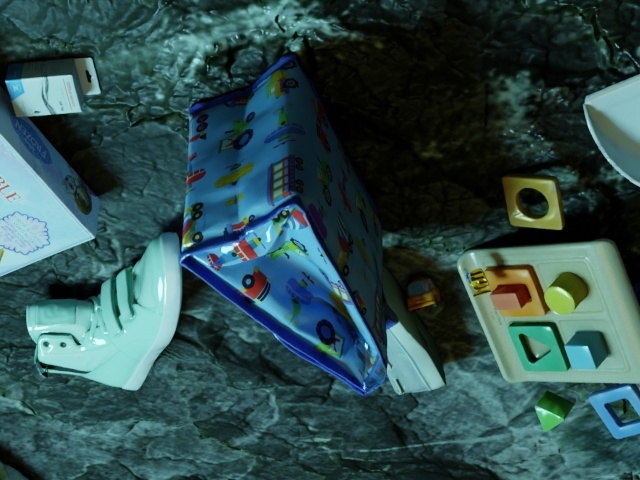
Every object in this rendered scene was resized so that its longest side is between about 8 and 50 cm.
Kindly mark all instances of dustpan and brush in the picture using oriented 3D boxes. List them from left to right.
[{"bbox_3d":[0.377,-0.080,1.414,0.147,0.060,0.211,-21,127,18],"label":"dustpan and brush"}]

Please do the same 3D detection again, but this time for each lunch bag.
[{"bbox_3d":[0.000,0.000,1.376,0.138,0.221,0.293,-25,130,21],"label":"lunch bag"}]

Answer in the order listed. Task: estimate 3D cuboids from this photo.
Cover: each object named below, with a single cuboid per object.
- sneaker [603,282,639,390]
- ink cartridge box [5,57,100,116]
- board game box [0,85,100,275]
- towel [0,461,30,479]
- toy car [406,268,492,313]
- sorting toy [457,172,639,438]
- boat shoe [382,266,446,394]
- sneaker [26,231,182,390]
[{"bbox_3d":[0.396,0.086,1.547,0.182,0.127,0.315,6,136,-12],"label":"sneaker"},{"bbox_3d":[-0.263,-0.151,1.348,0.083,0.028,0.048,-5,135,2],"label":"ink cartridge box"},{"bbox_3d":[-0.446,-0.067,1.396,0.318,0.065,0.318,-21,132,17],"label":"board game box"},{"bbox_3d":[-0.472,0.452,1.903,0.321,0.090,0.374,-26,130,18],"label":"towel"},{"bbox_3d":[0.147,0.050,1.552,0.122,0.060,0.040,-19,89,34],"label":"toy car"},{"bbox_3d":[0.256,0.087,1.510,0.196,0.047,0.347,-7,116,40],"label":"sorting toy"},{"bbox_3d":[0.076,0.113,1.592,0.081,0.079,0.227,-22,135,12],"label":"boat shoe"},{"bbox_3d":[-0.246,0.080,1.528,0.151,0.094,0.256,9,136,-20],"label":"sneaker"}]
